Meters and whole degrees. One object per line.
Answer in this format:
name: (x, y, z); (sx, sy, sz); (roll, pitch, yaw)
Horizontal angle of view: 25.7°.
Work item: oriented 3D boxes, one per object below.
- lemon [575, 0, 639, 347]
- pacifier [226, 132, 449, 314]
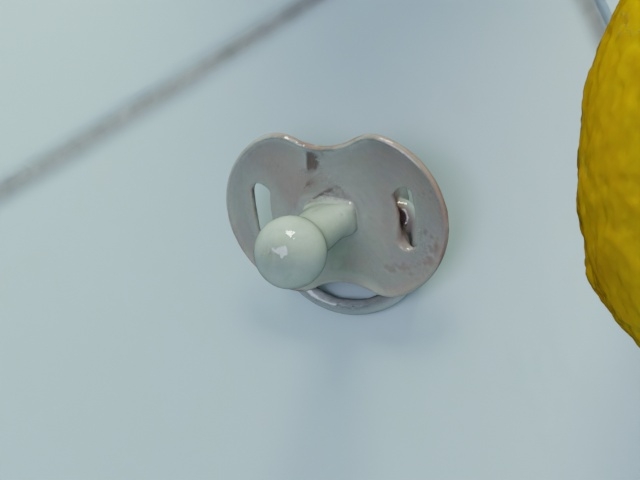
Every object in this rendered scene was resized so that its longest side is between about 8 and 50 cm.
lemon: (0.152, -0.033, 0.450); (0.142, 0.142, 0.187); (-4, 77, 26)
pacifier: (0.000, 0.000, 0.560); (0.099, 0.078, 0.082); (1, 111, 25)
